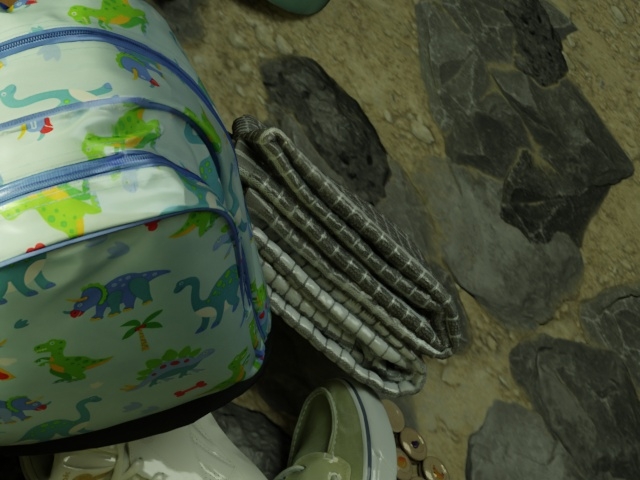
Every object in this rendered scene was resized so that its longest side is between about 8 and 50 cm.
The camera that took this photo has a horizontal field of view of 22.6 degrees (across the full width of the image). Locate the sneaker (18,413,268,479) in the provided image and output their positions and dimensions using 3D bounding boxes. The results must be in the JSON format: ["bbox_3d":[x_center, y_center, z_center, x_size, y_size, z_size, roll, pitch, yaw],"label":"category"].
[{"bbox_3d":[-0.140,0.196,1.246,0.169,0.108,0.292,-8,55,-50],"label":"sneaker"}]

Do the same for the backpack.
[{"bbox_3d":[-0.168,-0.003,1.056,0.290,0.355,0.273,-10,41,-10],"label":"backpack"}]

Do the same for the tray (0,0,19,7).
[{"bbox_3d":[-0.265,-0.168,1.456,0.203,0.076,0.411,14,50,-42],"label":"tray"}]

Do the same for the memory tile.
[{"bbox_3d":[0.087,0.231,1.550,0.148,0.012,0.113,50,34,-2],"label":"memory tile"}]

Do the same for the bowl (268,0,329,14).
[{"bbox_3d":[-0.030,-0.435,1.853,0.311,0.163,0.311,40,32,-31],"label":"bowl"}]

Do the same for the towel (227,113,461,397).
[{"bbox_3d":[0.000,0.000,1.498,0.283,0.121,0.235,42,7,-13],"label":"towel"}]

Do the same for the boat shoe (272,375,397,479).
[{"bbox_3d":[-0.001,0.236,1.364,0.094,0.109,0.302,28,43,-27],"label":"boat shoe"}]
